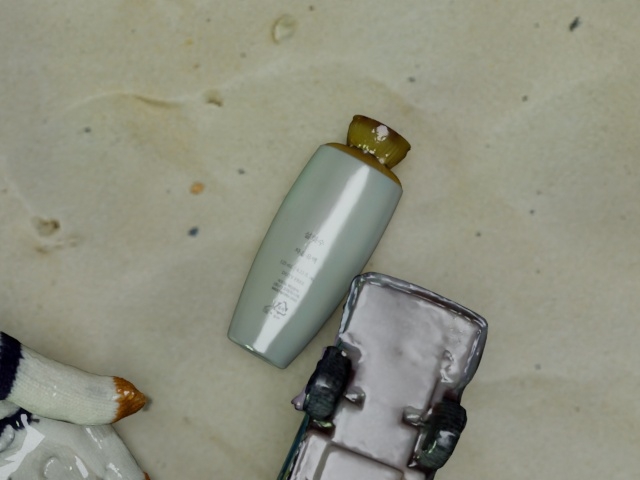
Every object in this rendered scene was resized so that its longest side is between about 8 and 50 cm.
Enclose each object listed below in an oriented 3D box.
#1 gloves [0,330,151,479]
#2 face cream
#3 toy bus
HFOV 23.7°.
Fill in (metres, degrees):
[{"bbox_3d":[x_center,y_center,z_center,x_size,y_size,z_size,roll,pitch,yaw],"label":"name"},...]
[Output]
[{"bbox_3d":[-0.210,0.131,1.006,0.218,0.131,0.140,32,79,-30],"label":"gloves"},{"bbox_3d":[0.000,0.000,1.056,0.072,0.051,0.182,28,83,7],"label":"face cream"},{"bbox_3d":[0.006,0.182,0.995,0.112,0.138,0.317,24,81,-5],"label":"toy bus"}]
